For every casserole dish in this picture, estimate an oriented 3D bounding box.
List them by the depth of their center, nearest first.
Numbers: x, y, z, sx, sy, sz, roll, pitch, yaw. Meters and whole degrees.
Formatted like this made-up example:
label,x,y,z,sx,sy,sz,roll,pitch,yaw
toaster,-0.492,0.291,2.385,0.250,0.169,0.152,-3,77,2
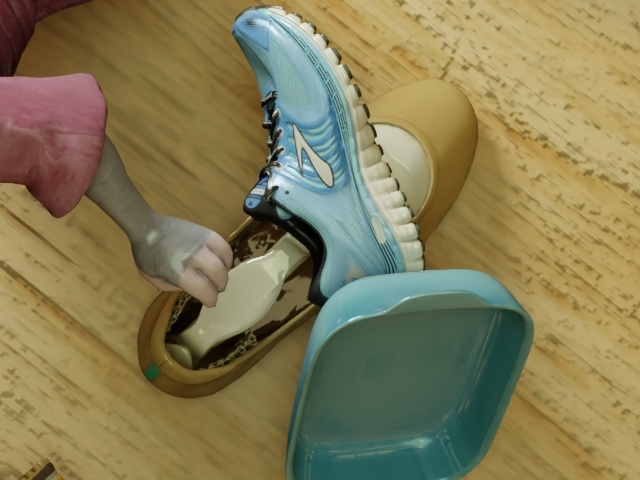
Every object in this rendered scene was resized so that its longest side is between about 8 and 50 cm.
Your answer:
label,x,y,z,sx,sy,sz,roll,pitch,yaw
casserole dish,0.040,0.072,0.972,0.114,0.188,0.037,-4,53,-14

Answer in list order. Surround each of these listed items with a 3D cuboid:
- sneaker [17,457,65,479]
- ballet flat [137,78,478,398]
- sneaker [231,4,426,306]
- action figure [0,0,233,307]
label,x,y,z,sx,sy,sz,roll,pitch,yaw
sneaker,-0.159,0.188,0.942,0.084,0.069,0.185,45,42,-5
ballet flat,0.000,0.000,1.008,0.232,0.073,0.080,-44,89,-7
sneaker,-0.009,-0.041,0.947,0.073,0.063,0.162,-24,83,-8
action figure,-0.175,-0.113,0.890,0.248,0.276,0.370,1,54,20
